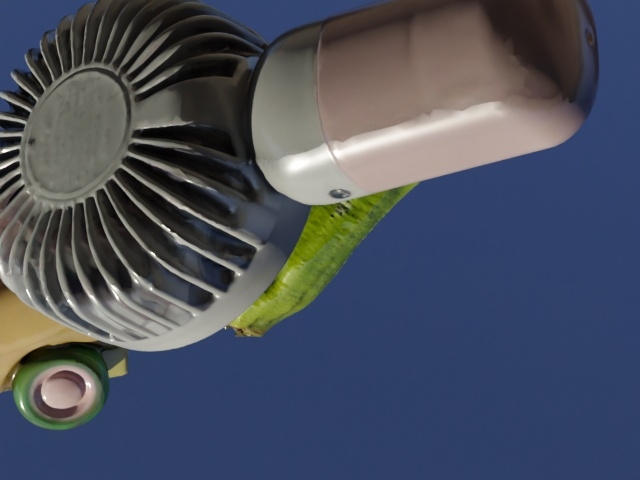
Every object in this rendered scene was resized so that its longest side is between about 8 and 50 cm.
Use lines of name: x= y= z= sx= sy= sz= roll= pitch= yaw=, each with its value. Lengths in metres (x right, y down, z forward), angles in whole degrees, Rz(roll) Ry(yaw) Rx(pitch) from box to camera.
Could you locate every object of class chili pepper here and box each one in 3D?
chili pepper: x=0.000 y=0.000 z=0.996 sx=0.202 sy=0.052 sz=0.050 roll=-47 pitch=-152 yaw=19

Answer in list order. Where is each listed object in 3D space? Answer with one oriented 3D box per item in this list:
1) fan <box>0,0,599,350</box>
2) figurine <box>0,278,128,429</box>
fan: x=-0.018 y=-0.037 z=0.529 sx=0.244 sy=0.074 sz=0.130 roll=-12 pitch=-115 yaw=31
figurine: x=-0.232 y=0.002 z=0.899 sx=0.324 sy=0.222 sz=0.124 roll=-7 pitch=-150 yaw=-12
